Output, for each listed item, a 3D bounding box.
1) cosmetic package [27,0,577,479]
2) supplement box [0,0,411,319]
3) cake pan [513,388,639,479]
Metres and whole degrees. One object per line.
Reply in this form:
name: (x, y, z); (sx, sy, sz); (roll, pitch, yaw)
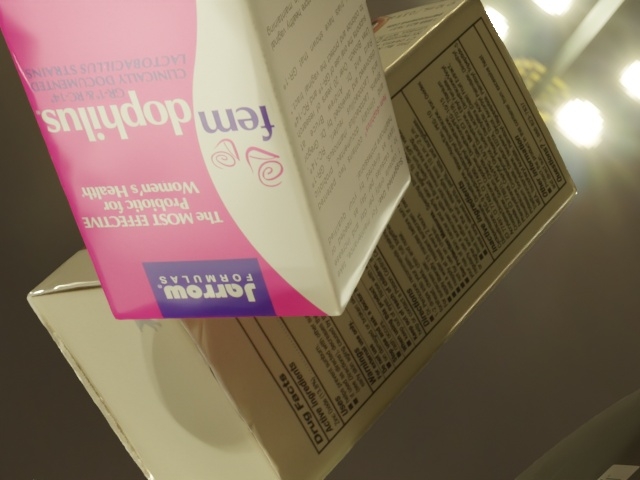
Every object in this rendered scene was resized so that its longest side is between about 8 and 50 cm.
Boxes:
cosmetic package: (0.000, 0.000, 0.871); (0.296, 0.129, 0.153); (-43, -67, -36)
supplement box: (-0.050, -0.086, 0.619); (0.111, 0.220, 0.114); (-3, -147, 23)
cake pan: (0.158, 0.156, 0.798); (0.054, 0.293, 0.293); (51, -137, -4)
